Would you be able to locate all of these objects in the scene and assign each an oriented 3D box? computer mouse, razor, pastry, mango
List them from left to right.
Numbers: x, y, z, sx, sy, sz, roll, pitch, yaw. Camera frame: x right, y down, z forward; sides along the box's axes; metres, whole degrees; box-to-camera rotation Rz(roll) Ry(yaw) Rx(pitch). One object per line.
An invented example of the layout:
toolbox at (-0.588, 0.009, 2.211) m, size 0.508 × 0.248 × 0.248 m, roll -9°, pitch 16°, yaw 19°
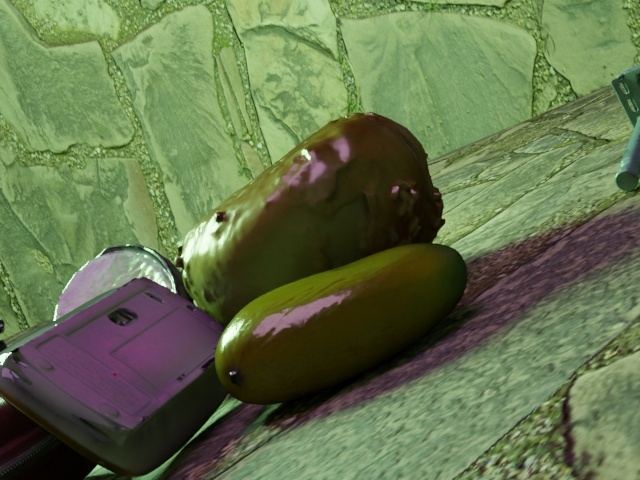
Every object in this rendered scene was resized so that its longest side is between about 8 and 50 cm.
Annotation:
computer mouse at (-0.171, 0.114, 1.104) m, size 0.072 × 0.158 × 0.310 m, roll -58°, pitch -6°, yaw 18°
pastry at (0.000, 0.000, 1.326) m, size 0.284 × 0.184 × 0.316 m, roll -36°, pitch 5°, yaw 3°
mango at (0.023, 0.066, 1.091) m, size 0.237 × 0.091 × 0.137 m, roll -25°, pitch 11°, yaw -6°
razor at (0.363, -0.112, 1.448) m, size 0.068 × 0.106 × 0.232 m, roll -23°, pitch 17°, yaw 30°

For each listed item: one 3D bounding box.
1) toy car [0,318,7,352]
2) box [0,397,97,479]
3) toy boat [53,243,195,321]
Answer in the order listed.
toy car at (-0.388, 0.126, 1.224) m, size 0.191 × 0.097 × 0.100 m, roll -26°, pitch -9°, yaw -26°
box at (-0.367, 0.234, 1.070) m, size 0.263 × 0.108 × 0.404 m, roll -23°, pitch 4°, yaw 44°
toy boat at (-0.199, 0.097, 1.362) m, size 0.155 × 0.085 × 0.227 m, roll -30°, pitch 38°, yaw 2°
